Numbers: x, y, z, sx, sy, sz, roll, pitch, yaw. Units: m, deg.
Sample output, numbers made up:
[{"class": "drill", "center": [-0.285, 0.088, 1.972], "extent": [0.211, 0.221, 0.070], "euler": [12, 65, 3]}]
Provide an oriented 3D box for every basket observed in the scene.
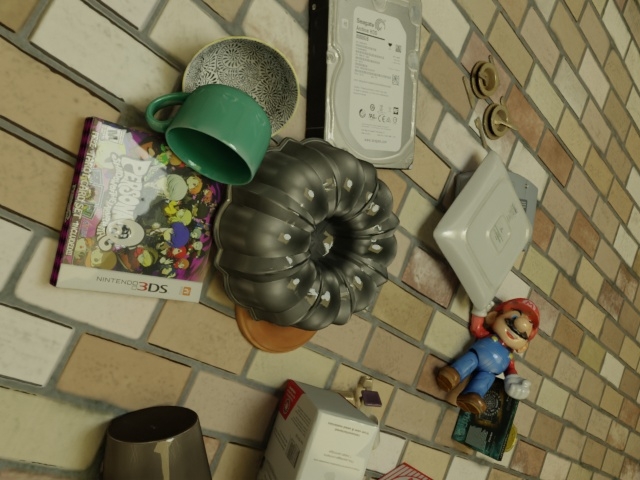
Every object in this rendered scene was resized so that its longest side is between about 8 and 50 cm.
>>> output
[{"class": "basket", "center": [-0.236, 0.374, 0.764], "extent": [0.204, 0.154, 0.227], "euler": [-4, 96, -39]}]

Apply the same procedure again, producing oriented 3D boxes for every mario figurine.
[{"class": "mario figurine", "center": [0.427, 0.252, 1.256], "extent": [0.320, 0.170, 0.198], "euler": [-43, 118, -24]}]

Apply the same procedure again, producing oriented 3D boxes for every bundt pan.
[{"class": "bundt pan", "center": [0.000, 0.000, 0.846], "extent": [0.330, 0.124, 0.331], "euler": [-9, 106, -34]}]

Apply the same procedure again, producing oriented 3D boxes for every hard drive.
[{"class": "hard drive", "center": [0.086, -0.304, 0.970], "extent": [0.237, 0.064, 0.339], "euler": [-3, 97, -38]}]

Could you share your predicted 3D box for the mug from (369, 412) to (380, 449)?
[{"class": "mug", "center": [0.089, 0.404, 1.086], "extent": [0.078, 0.062, 0.064], "euler": [-18, 120, -4]}]

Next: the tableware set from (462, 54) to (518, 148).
[{"class": "tableware set", "center": [0.410, -0.329, 1.235], "extent": [0.128, 0.039, 0.194], "euler": [-41, 120, -26]}]

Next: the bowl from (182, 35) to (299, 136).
[{"class": "bowl", "center": [-0.118, -0.240, 0.788], "extent": [0.170, 0.170, 0.080], "euler": [37, 30, -36]}]

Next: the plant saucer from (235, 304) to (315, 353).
[{"class": "plant saucer", "center": [-0.056, 0.107, 0.934], "extent": [0.200, 0.037, 0.200], "euler": [-7, 101, -38]}]

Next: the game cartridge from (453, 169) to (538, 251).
[{"class": "game cartridge", "center": [0.428, -0.073, 1.281], "extent": [0.297, 0.062, 0.198], "euler": [3, 91, -38]}]

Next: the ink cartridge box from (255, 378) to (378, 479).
[{"class": "ink cartridge box", "center": [-0.026, 0.402, 0.885], "extent": [0.114, 0.197, 0.273], "euler": [21, 84, -16]}]

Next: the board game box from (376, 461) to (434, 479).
[{"class": "board game box", "center": [0.167, 0.562, 1.108], "extent": [0.193, 0.146, 0.045], "euler": [-13, 105, -37]}]

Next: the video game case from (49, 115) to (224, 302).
[{"class": "video game case", "center": [-0.252, -0.034, 0.755], "extent": [0.210, 0.042, 0.232], "euler": [14, 88, -40]}]

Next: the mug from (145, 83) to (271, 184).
[{"class": "mug", "center": [-0.143, -0.160, 0.721], "extent": [0.157, 0.129, 0.097], "euler": [38, 64, -33]}]

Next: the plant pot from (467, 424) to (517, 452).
[{"class": "plant pot", "center": [0.447, 0.493, 1.351], "extent": [0.134, 0.095, 0.134], "euler": [-7, 101, -38]}]

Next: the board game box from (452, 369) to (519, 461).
[{"class": "board game box", "center": [0.413, 0.427, 1.294], "extent": [0.026, 0.126, 0.186], "euler": [29, 79, -45]}]

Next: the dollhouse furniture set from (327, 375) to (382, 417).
[{"class": "dollhouse furniture set", "center": [0.052, 0.329, 1.057], "extent": [0.114, 0.091, 0.081], "euler": [8, 113, -12]}]

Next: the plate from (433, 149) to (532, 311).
[{"class": "plate", "center": [0.395, -0.018, 1.202], "extent": [0.278, 0.045, 0.277], "euler": [-51, 123, -21]}]

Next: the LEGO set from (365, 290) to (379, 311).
[{"class": "LEGO set", "center": [0.079, 0.120, 1.057], "extent": [0.083, 0.023, 0.054], "euler": [-6, 98, -24]}]
